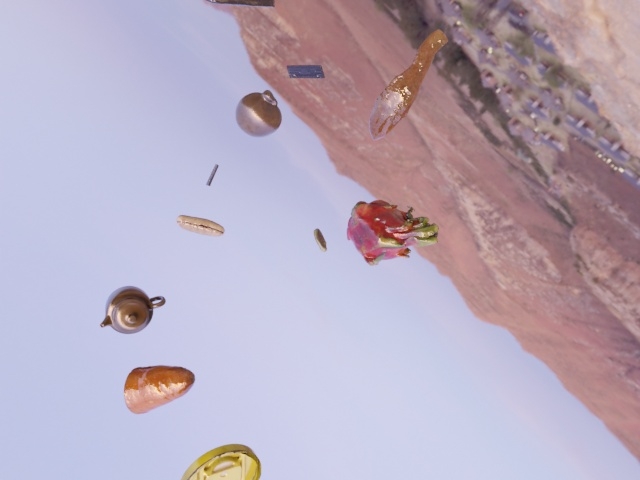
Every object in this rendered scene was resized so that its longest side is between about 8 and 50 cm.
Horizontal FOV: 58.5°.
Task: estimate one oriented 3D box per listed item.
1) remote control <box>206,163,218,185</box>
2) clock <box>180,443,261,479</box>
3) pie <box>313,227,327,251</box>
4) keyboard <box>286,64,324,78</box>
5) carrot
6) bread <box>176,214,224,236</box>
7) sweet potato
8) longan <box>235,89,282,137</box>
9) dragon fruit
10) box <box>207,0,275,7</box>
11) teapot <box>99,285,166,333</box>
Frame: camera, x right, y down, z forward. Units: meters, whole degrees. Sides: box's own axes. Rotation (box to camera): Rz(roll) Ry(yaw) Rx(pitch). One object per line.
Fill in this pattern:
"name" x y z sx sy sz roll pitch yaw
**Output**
"remote control" -0.418 -0.253 2.221 0.016 0.091 0.034 25 179 -28
"clock" -0.333 0.783 1.880 0.277 0.294 0.071 -2 -152 -32
"pie" 0.000 0.000 1.903 0.085 0.017 0.085 55 -160 -31
"keyboard" -0.055 -0.615 2.084 0.155 0.010 0.053 11 139 31
"carrot" -0.526 0.495 1.941 0.159 0.224 0.159 -12 -90 -75
"bread" -0.506 -0.058 2.426 0.214 0.073 0.053 16 -148 -25
"sweet potato" 0.264 -0.479 1.782 0.109 0.385 0.109 29 -159 -12
"longan" -0.239 -0.502 2.255 0.184 0.204 0.159 22 -143 -15
"dragon fruit" 0.205 -0.038 1.672 0.198 0.269 0.200 62 -161 -43
"box" -0.366 -0.898 1.968 0.359 0.091 0.350 35 -146 26
"teapot" -0.751 0.285 2.295 0.175 0.267 0.186 32 139 62
